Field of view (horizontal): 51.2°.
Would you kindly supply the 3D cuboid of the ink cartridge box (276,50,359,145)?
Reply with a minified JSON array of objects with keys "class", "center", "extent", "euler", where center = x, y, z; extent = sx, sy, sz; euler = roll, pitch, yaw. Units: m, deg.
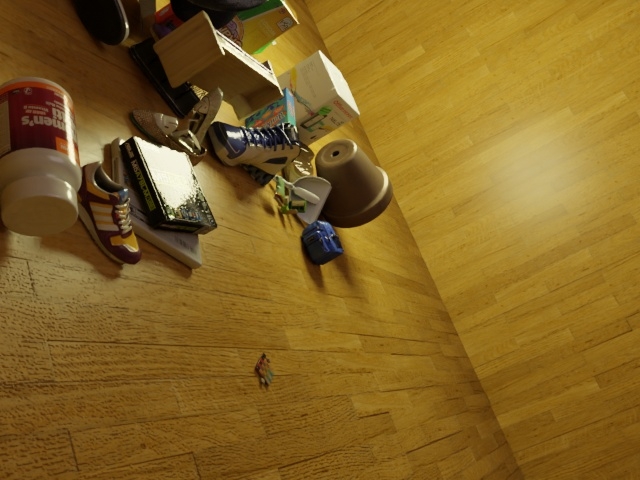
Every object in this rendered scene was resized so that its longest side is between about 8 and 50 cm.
[{"class":"ink cartridge box","center":[-0.042,-0.481,2.332],"extent":[0.198,0.270,0.197],"euler":[24,41,-62]}]

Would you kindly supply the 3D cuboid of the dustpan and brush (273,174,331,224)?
[{"class":"dustpan and brush","center":[-0.071,-0.152,2.057],"extent":[0.211,0.147,0.060],"euler":[27,-5,-19]}]

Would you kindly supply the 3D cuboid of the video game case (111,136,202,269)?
[{"class":"video game case","center":[-0.325,-0.071,1.331],"extent":[0.227,0.026,0.206],"euler":[40,28,-48]}]

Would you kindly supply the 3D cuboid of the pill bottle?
[{"class":"pill bottle","center":[-0.419,-0.124,0.986],"extent":[0.121,0.121,0.221],"euler":[35,31,-55]}]

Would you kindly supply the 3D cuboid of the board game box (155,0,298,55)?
[{"class":"board game box","center":[-0.258,-0.617,1.858],"extent":[0.242,0.316,0.064],"euler":[42,27,-46]}]

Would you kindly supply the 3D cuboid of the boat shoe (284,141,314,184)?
[{"class":"boat shoe","center":[-0.083,-0.256,2.217],"extent":[0.104,0.089,0.285],"euler":[28,25,-15]}]

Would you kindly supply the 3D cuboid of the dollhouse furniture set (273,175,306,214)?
[{"class":"dollhouse furniture set","center":[-0.087,-0.124,1.955],"extent":[0.151,0.059,0.076],"euler":[61,32,-64]}]

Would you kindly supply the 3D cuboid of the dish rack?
[{"class":"dish rack","center":[-0.369,-0.452,1.713],"extent":[0.208,0.074,0.271],"euler":[55,17,-26]}]

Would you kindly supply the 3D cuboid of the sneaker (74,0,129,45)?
[{"class":"sneaker","center":[-0.483,-0.569,1.498],"extent":[0.295,0.124,0.178],"euler":[60,27,-1]}]

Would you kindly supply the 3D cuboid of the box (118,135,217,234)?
[{"class":"box","center":[-0.300,-0.104,1.335],"extent":[0.184,0.045,0.191],"euler":[68,18,12]}]

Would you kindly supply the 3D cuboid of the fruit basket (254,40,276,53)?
[{"class":"fruit basket","center":[-0.296,-0.822,2.325],"extent":[0.353,0.165,0.327],"euler":[55,18,-9]}]

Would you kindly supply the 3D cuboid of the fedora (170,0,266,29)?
[{"class":"fedora","center":[-0.268,-0.623,1.620],"extent":[0.334,0.152,0.334],"euler":[14,51,-19]}]

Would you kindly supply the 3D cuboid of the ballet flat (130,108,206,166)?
[{"class":"ballet flat","center":[-0.332,-0.241,1.497],"extent":[0.206,0.067,0.073],"euler":[39,29,-50]}]

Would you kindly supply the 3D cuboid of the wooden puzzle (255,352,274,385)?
[{"class":"wooden puzzle","center":[-0.118,0.276,1.416],"extent":[0.049,0.006,0.083],"euler":[58,18,-12]}]

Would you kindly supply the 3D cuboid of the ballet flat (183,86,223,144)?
[{"class":"ballet flat","center":[-0.283,-0.287,1.572],"extent":[0.057,0.168,0.052],"euler":[33,12,39]}]

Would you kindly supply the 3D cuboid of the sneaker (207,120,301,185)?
[{"class":"sneaker","center":[-0.161,-0.272,1.835],"extent":[0.315,0.182,0.127],"euler":[25,38,-62]}]

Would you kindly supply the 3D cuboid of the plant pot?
[{"class":"plant pot","center":[0.086,-0.209,2.245],"extent":[0.263,0.263,0.229],"euler":[-99,164,-46]}]

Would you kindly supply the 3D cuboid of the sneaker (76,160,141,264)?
[{"class":"sneaker","center":[-0.349,-0.044,1.124],"extent":[0.185,0.084,0.069],"euler":[55,18,-18]}]

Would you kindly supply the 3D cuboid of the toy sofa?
[{"class":"toy sofa","center":[-0.249,-0.442,1.660],"extent":[0.177,0.150,0.362],"euler":[67,17,13]}]

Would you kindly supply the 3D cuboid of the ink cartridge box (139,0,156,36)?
[{"class":"ink cartridge box","center":[-0.432,-0.650,1.645],"extent":[0.223,0.045,0.224],"euler":[-107,-164,-47]}]

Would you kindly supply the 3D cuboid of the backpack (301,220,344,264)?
[{"class":"backpack","center":[0.000,0.000,2.014],"extent":[0.101,0.098,0.120],"euler":[14,51,-62]}]

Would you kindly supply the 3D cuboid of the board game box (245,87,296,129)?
[{"class":"board game box","center":[-0.153,-0.360,2.024],"extent":[0.047,0.160,0.210],"euler":[48,21,-35]}]
